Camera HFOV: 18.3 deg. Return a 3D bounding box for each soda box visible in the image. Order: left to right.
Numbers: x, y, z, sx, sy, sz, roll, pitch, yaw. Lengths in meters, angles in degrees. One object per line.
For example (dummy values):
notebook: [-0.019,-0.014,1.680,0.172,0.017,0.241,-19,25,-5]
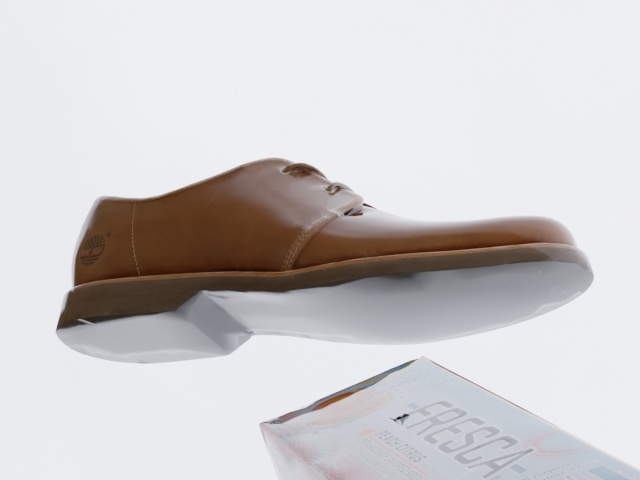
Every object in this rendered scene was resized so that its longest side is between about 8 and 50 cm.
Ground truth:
soda box: [0.040,0.082,0.519,0.183,0.058,0.063,-156,-134,-73]

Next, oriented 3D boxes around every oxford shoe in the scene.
oxford shoe: [0.000,0.000,0.776,0.212,0.076,0.076,-2,-115,13]
